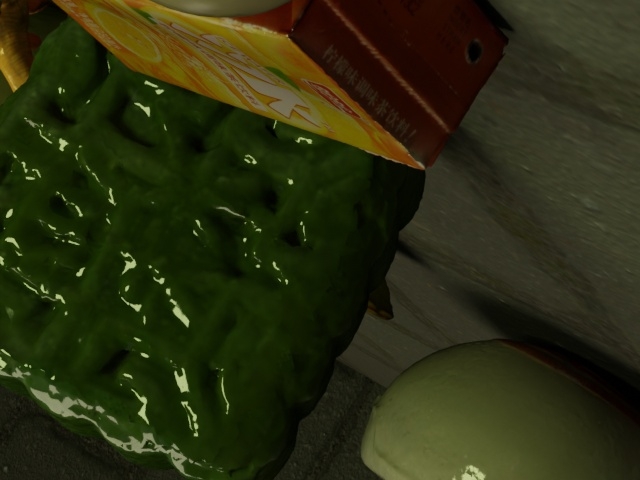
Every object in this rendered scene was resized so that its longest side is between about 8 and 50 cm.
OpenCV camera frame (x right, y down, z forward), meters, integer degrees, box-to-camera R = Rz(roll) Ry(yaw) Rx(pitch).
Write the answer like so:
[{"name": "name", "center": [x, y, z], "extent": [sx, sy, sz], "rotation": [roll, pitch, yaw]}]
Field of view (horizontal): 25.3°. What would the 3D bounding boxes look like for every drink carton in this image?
[{"name": "drink carton", "center": [-0.035, -0.105, 0.616], "extent": [0.223, 0.071, 0.096], "rotation": [25, 168, 48]}]

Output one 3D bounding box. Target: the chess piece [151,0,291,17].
[{"name": "chess piece", "center": [-0.091, -0.147, 0.349], "extent": [0.261, 0.143, 0.143], "rotation": [32, 174, -31]}]

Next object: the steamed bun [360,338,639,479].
[{"name": "steamed bun", "center": [0.183, 0.186, 1.212], "extent": [0.283, 0.177, 0.283], "rotation": [34, 175, 3]}]

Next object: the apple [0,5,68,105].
[{"name": "apple", "center": [-0.220, -0.030, 1.105], "extent": [0.360, 0.320, 0.311], "rotation": [35, -149, 21]}]

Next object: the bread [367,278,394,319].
[{"name": "bread", "center": [0.000, 0.000, 1.239], "extent": [0.187, 0.065, 0.149], "rotation": [33, -178, 19]}]

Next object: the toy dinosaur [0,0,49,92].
[{"name": "toy dinosaur", "center": [-0.226, -0.185, 0.824], "extent": [0.288, 0.070, 0.117], "rotation": [54, -158, -6]}]

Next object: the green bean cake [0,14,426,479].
[{"name": "green bean cake", "center": [-0.073, -0.010, 0.766], "extent": [0.222, 0.248, 0.125], "rotation": [28, 167, 9]}]
